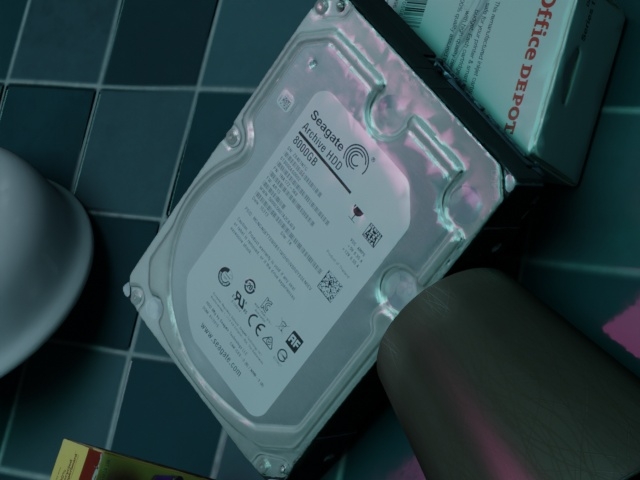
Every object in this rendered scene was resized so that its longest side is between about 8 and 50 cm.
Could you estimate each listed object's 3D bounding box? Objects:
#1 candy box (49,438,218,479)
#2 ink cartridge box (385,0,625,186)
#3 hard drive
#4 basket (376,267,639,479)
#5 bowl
[{"bbox_3d":[-0.140,0.230,1.412,0.053,0.187,0.109,13,83,40],"label":"candy box"},{"bbox_3d":[0.120,-0.136,1.420,0.208,0.087,0.153,13,82,38],"label":"ink cartridge box"},{"bbox_3d":[0.000,0.000,1.403,0.237,0.064,0.339,51,119,25],"label":"hard drive"},{"bbox_3d":[0.150,0.137,1.270,0.204,0.154,0.227,-34,51,-3],"label":"basket"},{"bbox_3d":[-0.365,0.003,1.603,0.298,0.134,0.298,-13,42,12],"label":"bowl"}]
